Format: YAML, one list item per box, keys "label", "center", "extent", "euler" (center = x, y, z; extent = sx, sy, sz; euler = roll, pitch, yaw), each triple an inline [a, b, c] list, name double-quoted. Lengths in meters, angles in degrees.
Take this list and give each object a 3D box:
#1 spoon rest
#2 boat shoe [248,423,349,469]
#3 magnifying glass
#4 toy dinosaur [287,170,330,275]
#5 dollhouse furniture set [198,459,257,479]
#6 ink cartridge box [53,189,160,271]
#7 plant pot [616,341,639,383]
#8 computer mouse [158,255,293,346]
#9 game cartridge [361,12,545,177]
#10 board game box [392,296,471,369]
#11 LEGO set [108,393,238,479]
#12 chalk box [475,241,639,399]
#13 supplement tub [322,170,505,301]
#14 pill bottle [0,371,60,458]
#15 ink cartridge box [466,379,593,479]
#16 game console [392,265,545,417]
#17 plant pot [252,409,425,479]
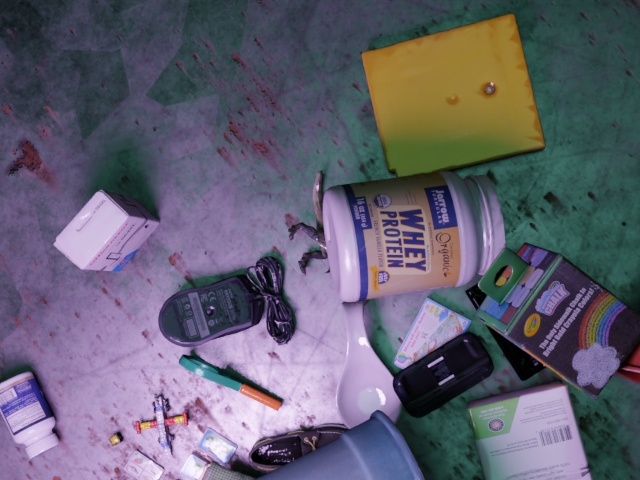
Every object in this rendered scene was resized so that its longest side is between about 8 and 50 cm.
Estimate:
- label: "spoon rest"
  center: [0.086, 0.258, 1.873]
  extent: [0.137, 0.084, 0.276]
  euler: [-11, 86, 8]
- label: "boat shoe"
  center: [-0.035, 0.429, 1.890]
  extent: [0.228, 0.069, 0.081]
  euler: [-12, 86, 8]
- label: "magnifying glass"
  center: [-0.188, 0.295, 1.916]
  extent: [0.231, 0.092, 0.026]
  euler: [25, 88, -2]
- label: "toy dinosaur"
  center: [0.000, 0.000, 1.907]
  extent: [0.118, 0.064, 0.268]
  euler: [-22, 84, -8]
- label: "dollhouse furniture set"
  center: [-0.180, 0.617, 1.806]
  extent: [0.197, 0.151, 0.301]
  euler: [23, 90, -17]
- label: "ink cartridge box"
  center: [-0.434, -0.016, 1.896]
  extent: [0.086, 0.203, 0.148]
  euler: [42, 94, 8]
- label: "plant pot"
  center: [0.716, 0.158, 1.711]
  extent: [0.272, 0.272, 0.265]
  euler: [19, 83, 8]
- label: "computer mouse"
  center: [-0.201, 0.151, 1.930]
  extent: [0.272, 0.072, 0.188]
  euler: [-12, 84, -5]
- label: "game cartridge"
  center: [0.270, -0.287, 1.889]
  extent: [0.324, 0.053, 0.285]
  euler: [-13, 86, 10]
- label: "board game box"
  center: [0.227, 0.207, 1.883]
  extent: [0.103, 0.026, 0.154]
  euler: [28, 92, 8]
- label: "LEGO set"
  center: [-0.324, 0.444, 1.938]
  extent: [0.244, 0.060, 0.182]
  euler: [32, 89, 8]
- label: "chalk box"
  center: [0.419, 0.126, 1.711]
  extent: [0.289, 0.179, 0.180]
  euler: [36, 91, -10]
- label: "supplement tub"
  center: [0.176, -0.012, 1.781]
  extent: [0.316, 0.228, 0.228]
  euler: [-8, 87, -6]
- label: "pill bottle"
  center: [-0.623, 0.373, 1.963]
  extent: [0.094, 0.094, 0.169]
  euler: [-28, 84, 6]
- label: "ink cartridge box"
  center: [0.416, 0.432, 1.802]
  extent: [0.198, 0.115, 0.273]
  euler: [-15, 86, 8]
- label: "game console"
  center: [0.305, 0.214, 1.841]
  extent: [0.361, 0.044, 0.213]
  euler: [-32, 91, 0]
- label: "plant pot"
  center: [0.014, 0.529, 1.696]
  extent: [0.334, 0.341, 0.341]
  euler: [-17, 85, -12]
